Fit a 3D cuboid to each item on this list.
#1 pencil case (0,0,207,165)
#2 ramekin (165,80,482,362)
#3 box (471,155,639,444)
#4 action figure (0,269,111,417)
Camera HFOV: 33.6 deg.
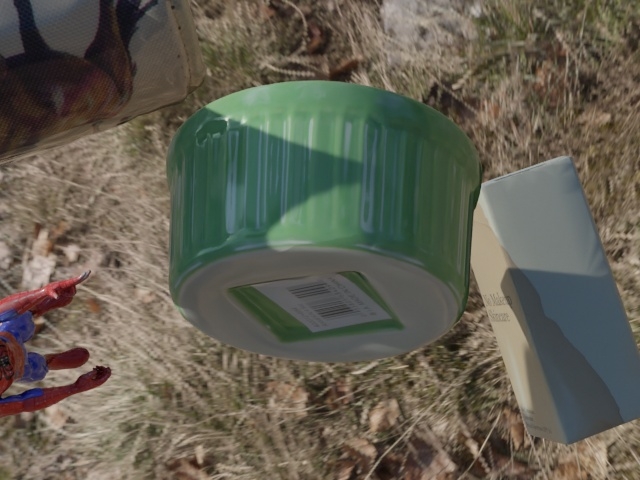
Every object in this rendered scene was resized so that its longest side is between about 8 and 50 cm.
[{"bbox_3d":[-0.271,-0.095,0.512,0.410,0.160,0.184,-19,72,-7],"label":"pencil case"},{"bbox_3d":[0.000,0.000,0.989,0.303,0.303,0.148,-3,61,11],"label":"ramekin"},{"bbox_3d":[0.272,0.070,1.260,0.121,0.148,0.311,-18,87,-9],"label":"box"},{"bbox_3d":[-0.216,0.080,0.860,0.139,0.280,0.092,-17,93,5],"label":"action figure"}]
